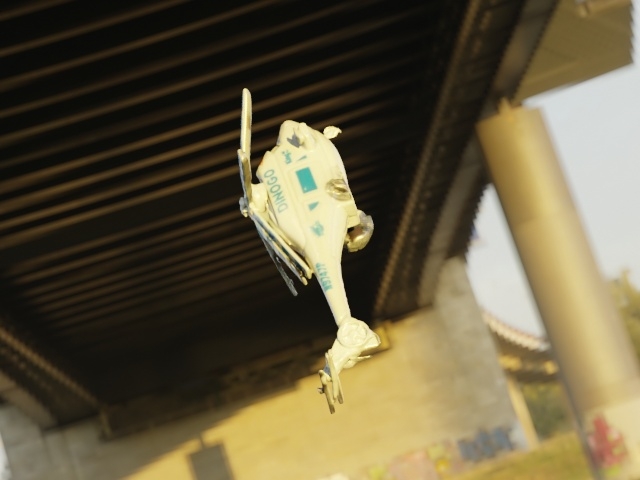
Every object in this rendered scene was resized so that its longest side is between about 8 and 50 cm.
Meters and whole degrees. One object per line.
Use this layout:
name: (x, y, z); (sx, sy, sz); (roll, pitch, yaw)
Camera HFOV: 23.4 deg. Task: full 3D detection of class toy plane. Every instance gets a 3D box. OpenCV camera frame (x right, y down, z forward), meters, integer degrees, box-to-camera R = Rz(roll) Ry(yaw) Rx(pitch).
toy plane: (-0.001, -0.006, 1.278); (0.107, 0.182, 0.273); (-19, 32, -4)
